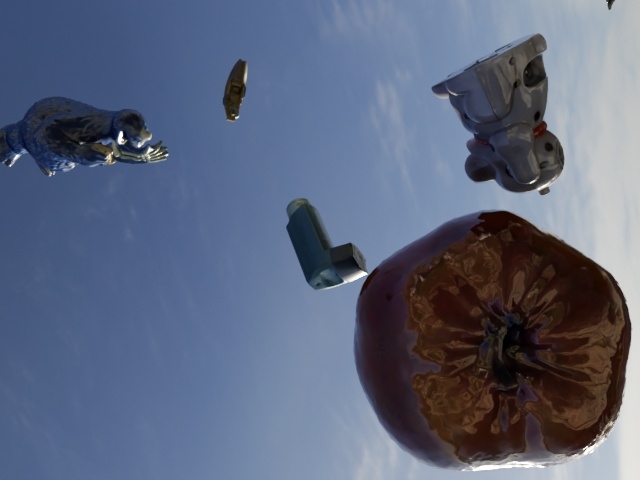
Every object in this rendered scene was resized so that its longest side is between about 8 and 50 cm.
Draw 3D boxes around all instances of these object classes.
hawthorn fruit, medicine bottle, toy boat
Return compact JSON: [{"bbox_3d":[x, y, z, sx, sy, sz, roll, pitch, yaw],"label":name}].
[{"bbox_3d":[0.275,0.182,0.981,0.472,0.472,0.471,16,-110,-51],"label":"hawthorn fruit"},{"bbox_3d":[0.000,0.000,1.191,0.079,0.124,0.258,45,-168,-43],"label":"medicine bottle"},{"bbox_3d":[-0.204,-0.360,1.341,0.047,0.049,0.149,11,-86,-26],"label":"toy boat"}]

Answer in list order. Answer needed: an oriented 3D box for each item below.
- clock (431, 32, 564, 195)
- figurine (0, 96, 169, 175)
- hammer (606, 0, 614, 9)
[{"bbox_3d":[0.314,-0.188,0.929,0.189,0.189,0.254,-43,-66,-48],"label":"clock"},{"bbox_3d":[-0.377,-0.170,0.877,0.164,0.262,0.120,-27,-67,-80],"label":"figurine"},{"bbox_3d":[0.629,-0.458,1.030,0.029,0.103,0.246,55,-177,-30],"label":"hammer"}]
